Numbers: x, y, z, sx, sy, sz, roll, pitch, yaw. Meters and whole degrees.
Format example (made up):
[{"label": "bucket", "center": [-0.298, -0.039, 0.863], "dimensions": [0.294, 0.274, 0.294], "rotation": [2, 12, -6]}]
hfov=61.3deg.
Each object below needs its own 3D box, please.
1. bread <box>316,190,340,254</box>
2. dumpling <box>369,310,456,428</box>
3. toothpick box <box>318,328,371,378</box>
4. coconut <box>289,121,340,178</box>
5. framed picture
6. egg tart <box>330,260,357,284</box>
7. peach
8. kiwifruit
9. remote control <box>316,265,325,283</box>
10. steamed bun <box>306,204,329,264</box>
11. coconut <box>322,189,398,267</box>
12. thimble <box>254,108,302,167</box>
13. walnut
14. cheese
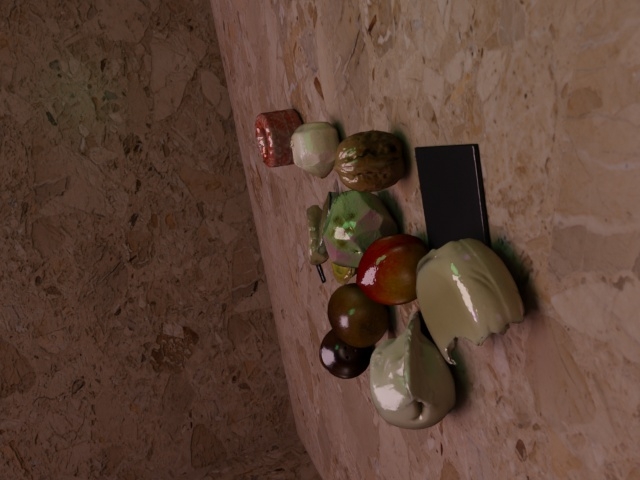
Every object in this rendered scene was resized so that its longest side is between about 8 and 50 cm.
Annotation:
[{"label": "bread", "center": [0.033, -0.065, 1.926], "dimensions": [0.172, 0.064, 0.232], "rotation": [-98, 20, -72]}, {"label": "dumpling", "center": [0.254, 0.355, 1.480], "dimensions": [0.395, 0.233, 0.316], "rotation": [77, -158, -59]}, {"label": "toothpick box", "center": [0.083, 0.427, 2.047], "dimensions": [0.294, 0.192, 0.192], "rotation": [114, 139, -73]}, {"label": "coconut", "center": [-0.014, -0.293, 1.774], "dimensions": [0.171, 0.171, 0.183], "rotation": [-178, 82, -73]}, {"label": "framed picture", "center": [0.299, -0.047, 1.222], "dimensions": [0.255, 0.014, 0.339], "rotation": [-158, 56, -71]}, {"label": "egg tart", "center": [0.093, 0.040, 1.799], "dimensions": [0.212, 0.090, 0.213], "rotation": [180, 90, -73]}, {"label": "peach", "center": [0.182, 0.077, 1.384], "dimensions": [0.197, 0.197, 0.197], "rotation": [166, 90, -74]}, {"label": "kiwifruit", "center": [0.117, 0.237, 1.756], "dimensions": [0.234, 0.196, 0.196], "rotation": [-124, 25, -64]}, {"label": "remote control", "center": [0.001, 0.140, 2.360], "dimensions": [0.039, 0.014, 0.096], "rotation": [125, 128, -69]}, {"label": "steamed bun", "center": [0.002, 0.010, 2.080], "dimensions": [0.212, 0.110, 0.231], "rotation": [-96, 3, -46]}, {"label": "coconut", "center": [0.112, -0.018, 1.538], "dimensions": [0.204, 0.236, 0.236], "rotation": [40, -161, -52]}, {"label": "thimble", "center": [-0.166, -0.413, 2.182], "dimensions": [0.239, 0.162, 0.239], "rotation": [166, 90, -73]}, {"label": "walnut", "center": [0.121, -0.200, 1.381], "dimensions": [0.155, 0.184, 0.155], "rotation": [170, 90, -78]}, {"label": "cheese", "center": [0.297, 0.125, 1.117], "dimensions": [0.266, 0.127, 0.233], "rotation": [121, 133, -70]}]
